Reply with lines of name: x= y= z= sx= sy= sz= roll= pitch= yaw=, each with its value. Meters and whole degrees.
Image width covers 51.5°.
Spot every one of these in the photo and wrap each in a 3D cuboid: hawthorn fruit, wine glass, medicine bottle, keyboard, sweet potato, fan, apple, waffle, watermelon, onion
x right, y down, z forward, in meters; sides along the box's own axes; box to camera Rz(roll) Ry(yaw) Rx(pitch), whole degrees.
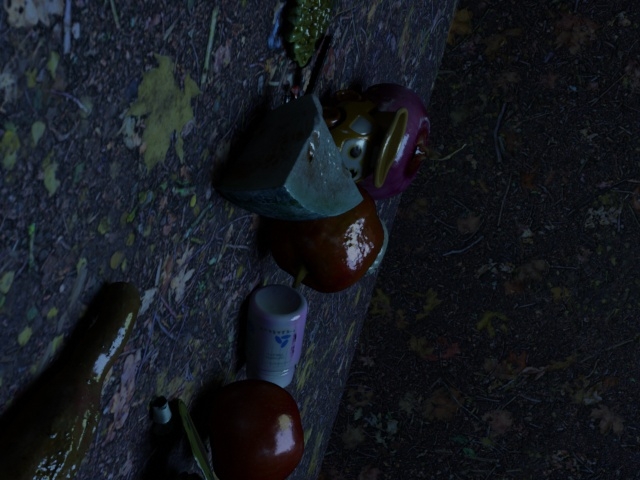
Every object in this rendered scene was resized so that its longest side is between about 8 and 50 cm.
hawthorn fruit: x=0.000 y=0.000 z=1.599 sx=0.287 sy=0.286 sz=0.330 roll=93 pitch=19 yaw=-46
wine glass: x=-0.312 y=0.341 z=1.296 sx=0.039 sy=0.042 sz=0.083 roll=-114 pitch=-160 yaw=-47
medicine bottle: x=-0.119 y=0.251 z=1.698 sx=0.152 sy=0.151 sz=0.255 roll=-52 pitch=156 yaw=-56
keyboard: x=-0.020 y=-0.349 z=1.497 sx=0.072 sy=0.023 sz=0.231 roll=-79 pitch=-170 yaw=-61
sweet potato: x=-0.343 y=0.226 z=0.899 sx=0.109 sy=0.109 sz=0.385 roll=93 pitch=15 yaw=-47
fan: x=-0.253 y=0.445 z=1.410 sx=0.011 sy=0.230 sz=0.335 roll=-23 pitch=168 yaw=-12
apple: x=-0.157 y=0.449 z=1.569 sx=0.260 sy=0.216 sz=0.261 roll=171 pitch=-90 yaw=-77
waffle: x=-0.014 y=-0.485 z=1.395 sx=0.204 sy=0.054 sz=0.224 roll=36 pitch=73 yaw=-75
watermelon: x=-0.049 y=-0.171 z=1.358 sx=0.387 sy=0.228 sz=0.259 roll=-12 pitch=111 yaw=-64
onion: x=0.205 y=-0.279 z=2.015 sx=0.358 sy=0.345 sz=0.358 roll=-30 pitch=153 yaw=-17

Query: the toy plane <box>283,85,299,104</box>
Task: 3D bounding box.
toy plane: x=-0.070 y=-0.274 z=1.477 sx=0.060 sy=0.037 sz=0.145 roll=-17 pitch=128 yaw=-61

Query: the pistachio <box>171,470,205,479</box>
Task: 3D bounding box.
pistachio: x=-0.284 y=0.595 z=1.407 sx=0.318 sy=0.193 sz=0.214 roll=110 pitch=-17 yaw=-83

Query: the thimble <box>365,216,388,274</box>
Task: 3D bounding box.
thimble: x=0.118 y=0.008 z=2.177 sx=0.150 sy=0.218 sz=0.219 roll=-42 pitch=147 yaw=-68

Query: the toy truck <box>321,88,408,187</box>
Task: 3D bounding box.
toy truck: x=0.091 y=-0.261 z=1.736 sx=0.288 sy=0.211 sz=0.204 roll=-52 pitch=157 yaw=-47
